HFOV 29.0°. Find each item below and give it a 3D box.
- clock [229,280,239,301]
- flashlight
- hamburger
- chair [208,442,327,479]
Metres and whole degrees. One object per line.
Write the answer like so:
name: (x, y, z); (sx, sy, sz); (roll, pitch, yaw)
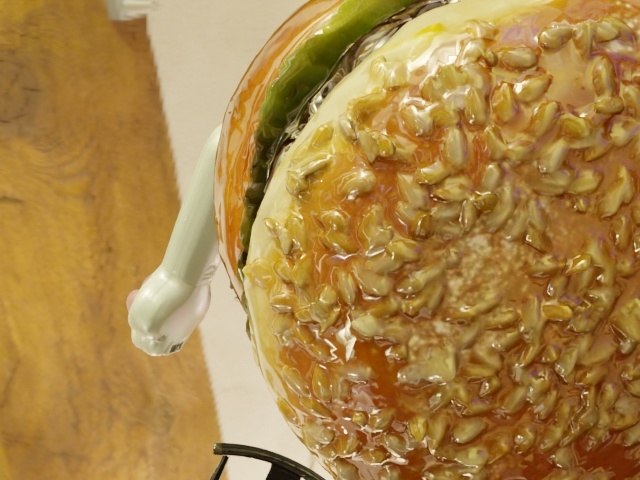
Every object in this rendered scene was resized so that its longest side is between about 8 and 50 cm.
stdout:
clock: (0.000, 0.000, 1.231); (0.071, 0.192, 0.147); (-13, -73, -49)
flashlight: (-0.097, -0.004, 0.972); (0.200, 0.047, 0.093); (-66, -18, 14)
hamburger: (0.086, 0.003, 0.578); (0.290, 0.225, 0.291); (-6, -65, -14)
chair: (-0.086, 0.343, 1.191); (0.141, 0.154, 0.260); (-70, 5, -61)
